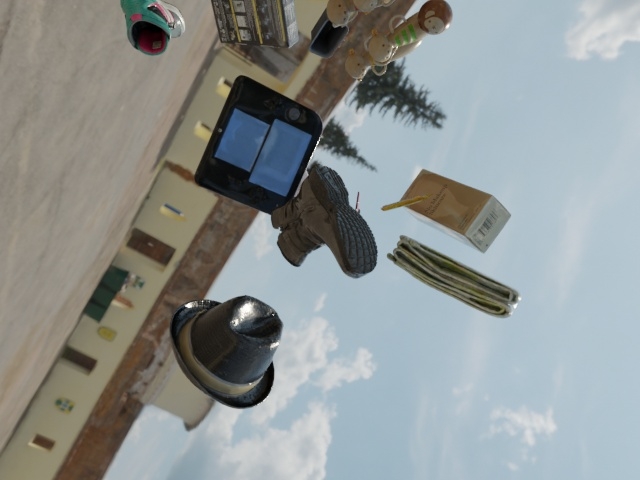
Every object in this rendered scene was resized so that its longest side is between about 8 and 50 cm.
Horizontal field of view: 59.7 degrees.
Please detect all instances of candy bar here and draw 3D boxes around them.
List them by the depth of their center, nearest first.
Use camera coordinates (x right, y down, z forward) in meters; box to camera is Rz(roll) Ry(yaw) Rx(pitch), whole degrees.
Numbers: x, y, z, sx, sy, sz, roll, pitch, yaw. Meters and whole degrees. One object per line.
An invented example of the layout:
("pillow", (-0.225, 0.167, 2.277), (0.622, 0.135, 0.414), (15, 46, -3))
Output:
("candy bar", (0.248, -0.111, 1.633), (0.162, 0.018, 0.040), (-14, -174, 36))

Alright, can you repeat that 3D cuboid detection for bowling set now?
("bowling set", (0.102, -0.380, 0.906), (0.154, 0.287, 0.200), (-29, -141, -1))

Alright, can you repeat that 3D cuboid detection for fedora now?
("fedora", (-0.188, 0.230, 1.317), (0.152, 0.334, 0.334), (-41, -159, 20))

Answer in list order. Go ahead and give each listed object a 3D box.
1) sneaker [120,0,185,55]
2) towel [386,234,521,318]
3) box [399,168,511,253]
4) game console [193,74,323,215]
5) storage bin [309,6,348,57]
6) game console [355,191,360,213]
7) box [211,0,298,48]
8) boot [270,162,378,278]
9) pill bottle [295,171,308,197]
("sneaker", (-0.473, -0.614, 1.617), (0.295, 0.124, 0.178), (16, 62, -73))
("towel", (0.352, 0.099, 1.435), (0.090, 0.321, 0.374), (-63, 161, 5))
("box", (0.397, -0.095, 1.685), (0.148, 0.121, 0.311), (-56, -143, -1))
("game console", (-0.197, -0.304, 1.861), (0.060, 0.342, 0.386), (31, -82, 61))
("storage bin", (0.027, -0.670, 1.786), (0.135, 0.098, 0.091), (-45, -139, 44))
("game console", (0.079, -0.064, 1.739), (0.124, 0.085, 0.144), (-16, -138, 28))
("box", (-0.260, -0.916, 2.034), (0.097, 0.318, 0.394), (-54, 147, -40))
("boot", (0.000, 0.000, 1.345), (0.222, 0.118, 0.338), (-47, -136, 31))
("pill bottle", (-0.203, -0.213, 2.143), (0.319, 0.176, 0.176), (0, -121, 51))
